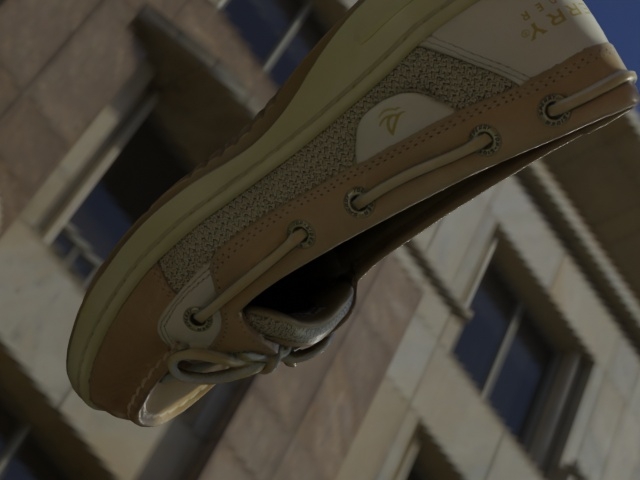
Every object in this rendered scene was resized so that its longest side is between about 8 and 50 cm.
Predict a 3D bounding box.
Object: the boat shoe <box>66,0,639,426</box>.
[{"bbox_3d":[0.001,-0.001,0.398,0.153,0.056,0.048,-44,-106,29],"label":"boat shoe"}]
